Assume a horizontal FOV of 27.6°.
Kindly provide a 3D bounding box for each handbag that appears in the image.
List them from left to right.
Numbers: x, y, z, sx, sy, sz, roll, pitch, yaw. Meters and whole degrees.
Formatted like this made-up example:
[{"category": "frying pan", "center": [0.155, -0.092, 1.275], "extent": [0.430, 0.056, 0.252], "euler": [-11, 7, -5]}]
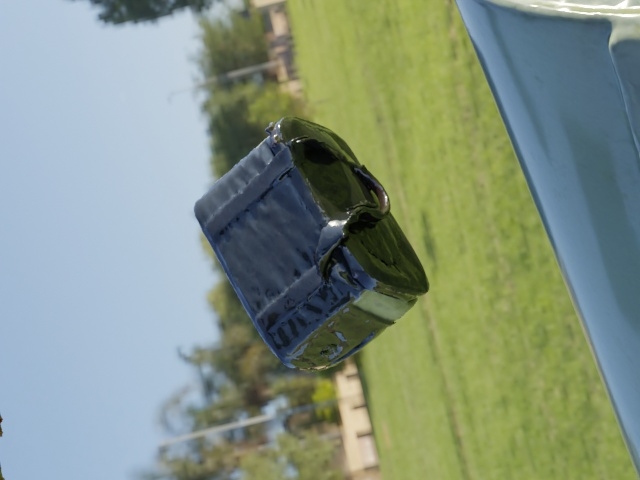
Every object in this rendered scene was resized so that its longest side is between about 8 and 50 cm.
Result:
[{"category": "handbag", "center": [0.000, 0.000, 1.432], "extent": [0.181, 0.181, 0.254], "euler": [8, -133, -54]}]

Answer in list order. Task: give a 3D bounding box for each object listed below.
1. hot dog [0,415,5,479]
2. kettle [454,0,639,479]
[{"category": "hot dog", "center": [-0.331, 0.177, 1.211], "extent": [0.104, 0.076, 0.250], "euler": [-153, 58, -82]}, {"category": "kettle", "center": [0.202, 0.031, 0.510], "extent": [0.377, 0.250, 0.361], "euler": [66, -146, -33]}]
